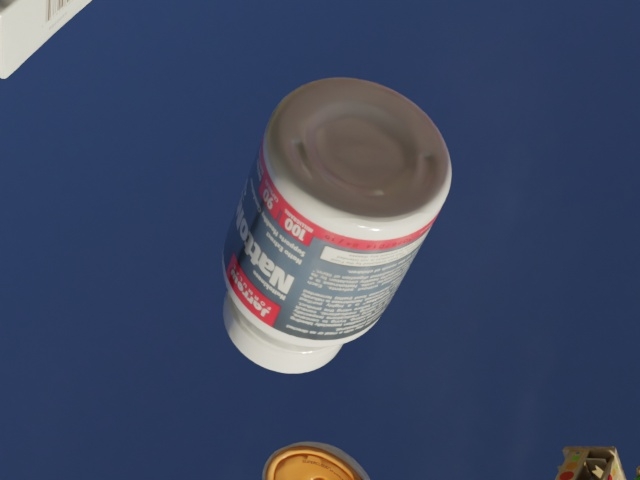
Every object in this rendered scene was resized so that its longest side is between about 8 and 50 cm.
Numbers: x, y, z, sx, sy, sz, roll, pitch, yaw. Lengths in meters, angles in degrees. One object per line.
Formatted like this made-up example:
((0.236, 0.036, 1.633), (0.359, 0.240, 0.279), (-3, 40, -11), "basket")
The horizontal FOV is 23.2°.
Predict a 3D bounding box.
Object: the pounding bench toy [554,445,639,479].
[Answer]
((0.256, 0.228, 1.419), (0.083, 0.052, 0.065), (-5, -152, 33), "pounding bench toy")

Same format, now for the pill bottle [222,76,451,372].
((0.000, 0.000, 0.917), (0.108, 0.180, 0.108), (9, -128, -12), "pill bottle")

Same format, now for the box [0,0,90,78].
((-0.252, -0.230, 1.151), (0.170, 0.091, 0.130), (40, -115, 9), "box")

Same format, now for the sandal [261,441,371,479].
((0.026, 0.307, 1.429), (0.102, 0.076, 0.265), (-26, -100, 8), "sandal")
